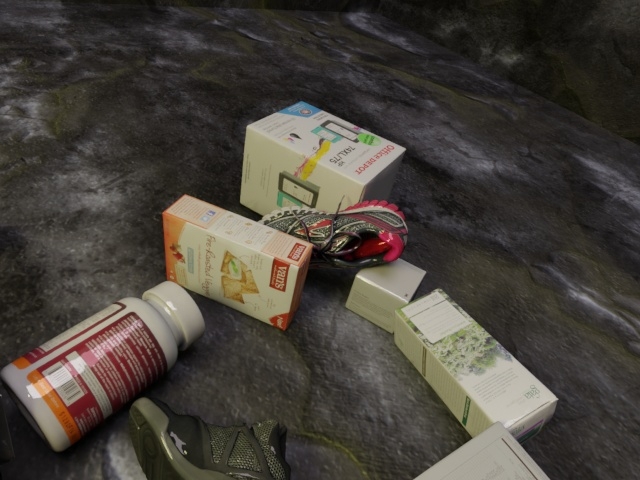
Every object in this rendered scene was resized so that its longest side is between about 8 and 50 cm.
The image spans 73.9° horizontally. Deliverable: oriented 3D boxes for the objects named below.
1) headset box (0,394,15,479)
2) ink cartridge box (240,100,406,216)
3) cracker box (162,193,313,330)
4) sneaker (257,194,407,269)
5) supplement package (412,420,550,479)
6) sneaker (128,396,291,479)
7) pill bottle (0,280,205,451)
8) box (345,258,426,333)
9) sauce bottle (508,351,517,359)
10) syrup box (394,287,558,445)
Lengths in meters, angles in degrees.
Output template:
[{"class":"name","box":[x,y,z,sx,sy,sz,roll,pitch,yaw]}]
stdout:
[{"class":"headset box","box":[-0.444,0.198,0.368,0.294,0.217,0.110,-6,14,-23]},{"class":"ink cartridge box","box":[0.001,-0.135,0.909,0.270,0.197,0.198,29,43,17]},{"class":"cracker box","box":[-0.140,0.038,0.701,0.233,0.155,0.067,21,41,8]},{"class":"sneaker","box":[0.000,0.000,0.745,0.300,0.120,0.112,-11,27,13]},{"class":"supplement package","box":[0.135,0.332,0.456,0.244,0.133,0.139,-14,48,-30]},{"class":"sneaker","box":[-0.128,0.254,0.517,0.228,0.087,0.130,21,19,29]},{"class":"pill bottle","box":[-0.271,0.151,0.560,0.121,0.121,0.221,33,44,22]},{"class":"box","box":[0.118,0.089,0.769,0.101,0.087,0.102,28,42,17]},{"class":"sauce bottle","box":[0.295,0.233,0.690,0.042,0.042,0.128,26,39,14]},{"class":"syrup box","box":[0.216,0.190,0.638,0.093,0.096,0.237,-23,43,-16]}]
